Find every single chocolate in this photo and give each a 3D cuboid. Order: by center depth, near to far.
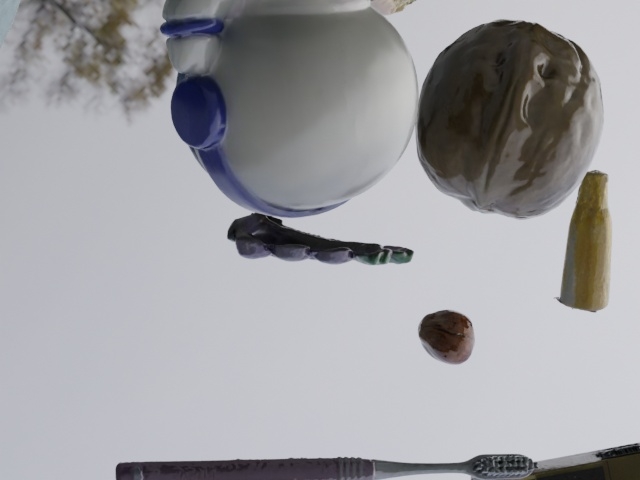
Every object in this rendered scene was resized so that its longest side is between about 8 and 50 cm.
[{"bbox_3d":[0.421,-0.002,1.931,0.085,0.219,0.085,3,-164,-1],"label":"chocolate"}]

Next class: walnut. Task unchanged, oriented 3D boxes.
[{"bbox_3d":[0.142,-0.093,0.936,0.140,0.140,0.162,-7,-120,52],"label":"walnut"}]

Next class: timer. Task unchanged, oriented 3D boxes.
[{"bbox_3d":[-0.028,-0.202,0.685,0.270,0.383,0.270,-4,-169,1],"label":"timer"}]

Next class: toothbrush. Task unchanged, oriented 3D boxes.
[{"bbox_3d":[0.009,0.190,1.026,0.029,0.354,0.024,120,-31,-71],"label":"toothbrush"}]

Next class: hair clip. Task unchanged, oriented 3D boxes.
[{"bbox_3d":[0.000,-0.002,1.303,0.124,0.195,0.052,-90,-172,-80],"label":"hair clip"}]

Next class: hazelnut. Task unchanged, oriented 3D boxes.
[{"bbox_3d":[0.174,0.131,1.719,0.086,0.086,0.086,-34,-153,20],"label":"hazelnut"}]

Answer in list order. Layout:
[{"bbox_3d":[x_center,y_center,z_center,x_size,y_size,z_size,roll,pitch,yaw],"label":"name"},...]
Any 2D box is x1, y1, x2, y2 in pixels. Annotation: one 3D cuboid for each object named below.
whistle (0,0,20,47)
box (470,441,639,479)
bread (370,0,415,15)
[{"bbox_3d":[-0.250,-0.218,0.616,0.188,0.168,0.405,-51,164,-53],"label":"whistle"},{"bbox_3d":[0.302,0.323,1.406,0.240,0.159,0.071,-13,-177,6],"label":"box"},{"bbox_3d":[0.076,-0.390,1.655,0.140,0.160,0.169,-36,172,11],"label":"bread"}]
